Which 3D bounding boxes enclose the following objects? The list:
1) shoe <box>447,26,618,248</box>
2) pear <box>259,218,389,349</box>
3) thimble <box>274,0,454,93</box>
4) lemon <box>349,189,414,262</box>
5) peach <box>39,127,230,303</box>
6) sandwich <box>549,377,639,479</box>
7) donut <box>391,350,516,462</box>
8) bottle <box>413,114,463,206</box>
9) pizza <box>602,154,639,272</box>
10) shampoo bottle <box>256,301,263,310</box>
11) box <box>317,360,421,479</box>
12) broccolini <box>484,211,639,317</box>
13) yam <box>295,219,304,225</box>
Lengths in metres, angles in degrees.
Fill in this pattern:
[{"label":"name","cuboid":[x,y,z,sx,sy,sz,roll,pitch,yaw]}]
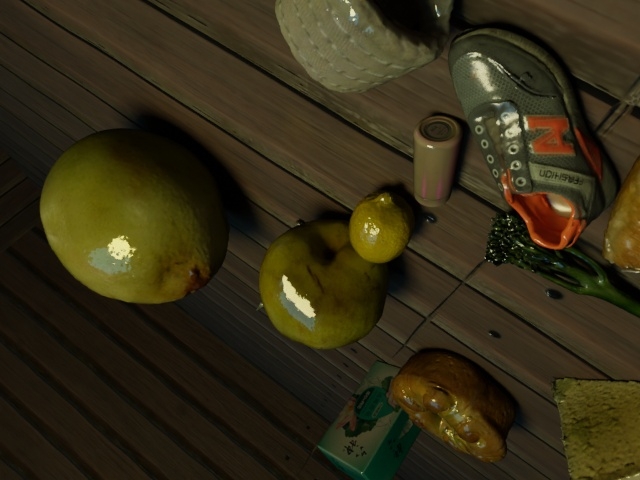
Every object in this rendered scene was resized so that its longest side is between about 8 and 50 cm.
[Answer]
[{"label":"shoe","cuboid":[0.160,-0.075,0.354,0.194,0.077,0.074,47,155,-17]},{"label":"pear","cuboid":[0.006,0.068,0.675,0.200,0.200,0.200,31,154,17]},{"label":"thimble","cuboid":[0.033,-0.175,0.339,0.115,0.102,0.090,19,166,-30]},{"label":"lemon","cuboid":[0.076,-0.018,0.563,0.082,0.082,0.110,32,148,16]},{"label":"peach","cuboid":[-0.317,-0.046,0.807,0.281,0.315,0.315,109,150,-49]},{"label":"sandwich","cuboid":[0.371,0.214,0.538,0.058,0.193,0.162,46,119,-5]},{"label":"donut","cuboid":[0.240,0.300,0.831,0.227,0.113,0.226,31,154,17]},{"label":"bottle","cuboid":[0.116,-0.077,0.455,0.045,0.045,0.096,27,155,25]},{"label":"pizza","cuboid":[0.280,-0.042,0.271,0.134,0.056,0.271,33,153,19]},{"label":"shampoo bottle","cuboid":[-0.109,0.165,1.159,0.056,0.056,0.195,49,155,-19]},{"label":"box","cuboid":[0.130,0.400,0.995,0.153,0.245,0.092,0,132,53]},{"label":"broccolini","cuboid":[0.258,0.025,0.446,0.202,0.074,0.058,20,110,2]},{"label":"yam","cuboid":[0.000,0.000,0.779,0.107,0.014,0.014,40,155,0]}]
